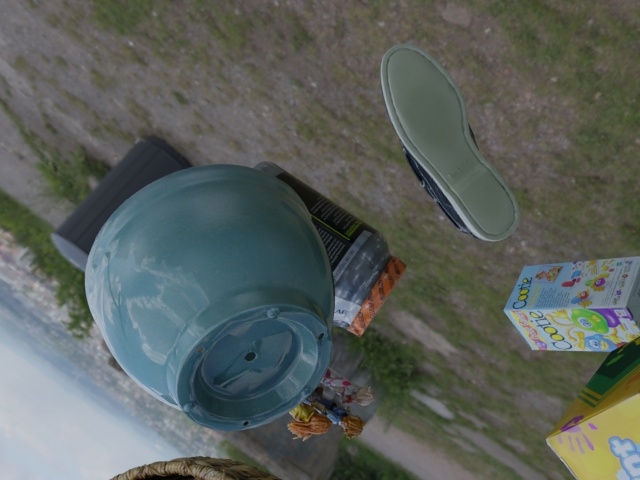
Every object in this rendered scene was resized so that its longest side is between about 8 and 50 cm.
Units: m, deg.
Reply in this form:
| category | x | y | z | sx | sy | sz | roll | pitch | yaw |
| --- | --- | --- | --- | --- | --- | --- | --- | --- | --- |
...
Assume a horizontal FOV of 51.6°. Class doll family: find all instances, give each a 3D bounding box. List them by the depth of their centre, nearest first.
| category | x | y | z | sx | sy | sz | roll | pitch | yaw |
| --- | --- | --- | --- | --- | --- | --- | --- | --- | --- |
| doll family | -0.001 | 0.319 | 1.268 | 0.163 | 0.118 | 0.263 | 20 | 180 | 41 |

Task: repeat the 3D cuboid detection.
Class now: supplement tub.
| category | x | y | z | sx | sy | sz | roll | pitch | yaw |
| --- | --- | --- | --- | --- | --- | --- | --- | --- | --- |
| supplement tub | -0.020 | 0.018 | 1.153 | 0.316 | 0.193 | 0.193 | 34 | 159 | 9 |

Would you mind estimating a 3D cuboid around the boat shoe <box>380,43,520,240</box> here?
| category | x | y | z | sx | sy | sz | roll | pitch | yaw |
| --- | --- | --- | --- | --- | --- | --- | --- | --- | --- |
| boat shoe | 0.191 | -0.148 | 1.061 | 0.340 | 0.127 | 0.113 | 53 | 169 | -4 |

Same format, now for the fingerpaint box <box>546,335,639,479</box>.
| category | x | y | z | sx | sy | sz | roll | pitch | yaw |
| --- | --- | --- | --- | --- | --- | --- | --- | --- | --- |
| fingerpaint box | 0.578 | 0.364 | 0.943 | 0.163 | 0.371 | 0.444 | -45 | 73 | 36 |

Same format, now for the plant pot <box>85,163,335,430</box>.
| category | x | y | z | sx | sy | sz | roll | pitch | yaw |
| --- | --- | --- | --- | --- | --- | --- | --- | --- | --- |
| plant pot | -0.103 | 0.087 | 0.754 | 0.293 | 0.293 | 0.196 | 55 | 179 | -41 |

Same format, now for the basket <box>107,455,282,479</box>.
| category | x | y | z | sx | sy | sz | roll | pitch | yaw |
| --- | --- | --- | --- | --- | --- | --- | --- | --- | --- |
| basket | -0.210 | 0.408 | 0.886 | 0.299 | 0.213 | 0.223 | -11 | 167 | 26 |

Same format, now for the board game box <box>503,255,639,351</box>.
| category | x | y | z | sx | sy | sz | roll | pitch | yaw |
| --- | --- | --- | --- | --- | --- | --- | --- | --- | --- |
| board game box | 0.567 | 0.141 | 1.424 | 0.275 | 0.144 | 0.142 | -9 | 128 | 50 |
